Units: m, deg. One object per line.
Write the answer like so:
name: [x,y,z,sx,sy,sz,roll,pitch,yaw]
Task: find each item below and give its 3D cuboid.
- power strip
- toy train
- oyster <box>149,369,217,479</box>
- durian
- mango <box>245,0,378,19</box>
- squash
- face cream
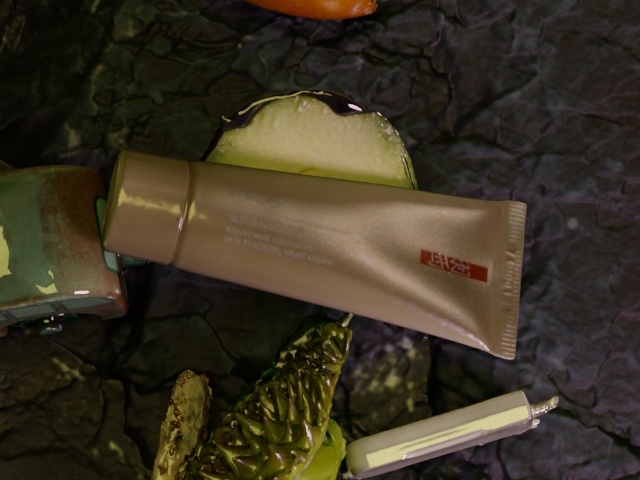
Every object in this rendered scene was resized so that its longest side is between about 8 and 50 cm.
power strip: [0.105,0.158,1.291,0.191,0.047,0.030,-17,72,-1]
toy train: [-0.302,0.019,1.282,0.326,0.159,0.129,-9,80,-1]
oyster: [-0.113,0.170,1.298,0.029,0.086,0.132,14,115,-25]
durian: [-0.044,0.180,1.248,0.106,0.132,0.375,25,65,31]
mango: [-0.054,-0.282,1.354,0.252,0.126,0.154,27,69,8]
squash: [-0.016,-0.066,1.316,0.192,0.184,0.085,-5,38,-1]
face cream: [0.000,0.000,1.252,0.341,0.084,0.137,11,68,-11]
